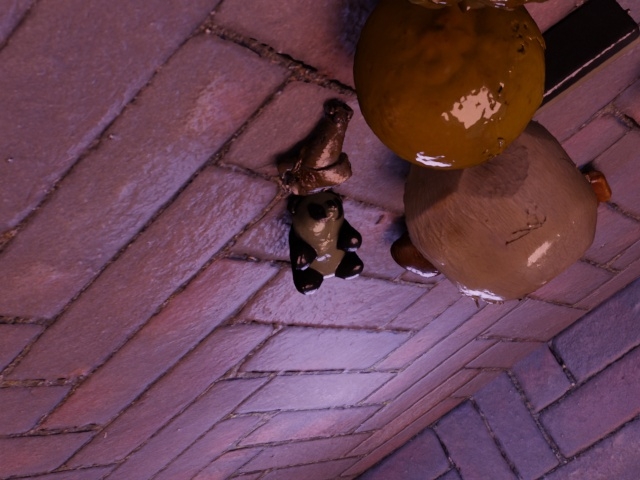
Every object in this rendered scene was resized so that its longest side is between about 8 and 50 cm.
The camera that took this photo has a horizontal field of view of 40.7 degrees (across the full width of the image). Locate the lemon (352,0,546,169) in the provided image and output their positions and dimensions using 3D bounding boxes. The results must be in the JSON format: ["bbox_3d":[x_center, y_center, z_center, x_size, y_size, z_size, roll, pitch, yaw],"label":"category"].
[{"bbox_3d":[0.185,-0.243,1.249,0.297,0.297,0.297,-23,154,-12],"label":"lemon"}]

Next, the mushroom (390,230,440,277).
[{"bbox_3d":[0.276,0.002,1.961,0.231,0.138,0.194,-31,155,4],"label":"mushroom"}]

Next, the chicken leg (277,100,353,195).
[{"bbox_3d":[0.006,-0.147,1.485,0.125,0.080,0.196,18,128,-41],"label":"chicken leg"}]

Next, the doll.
[{"bbox_3d":[-0.001,0.001,1.684,0.143,0.135,0.234,-19,149,-8],"label":"doll"}]

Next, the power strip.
[{"bbox_3d":[0.451,-0.334,1.562,0.256,0.105,0.070,-36,155,13],"label":"power strip"}]

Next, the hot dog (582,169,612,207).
[{"bbox_3d":[0.704,-0.135,2.243,0.092,0.062,0.235,-35,157,12],"label":"hot dog"}]

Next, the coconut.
[{"bbox_3d":[0.332,-0.081,1.665,0.346,0.360,0.346,-39,-178,2],"label":"coconut"}]

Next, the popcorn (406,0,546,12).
[{"bbox_3d":[0.187,-0.389,1.014,0.282,0.282,0.247,-1,111,-45],"label":"popcorn"}]
